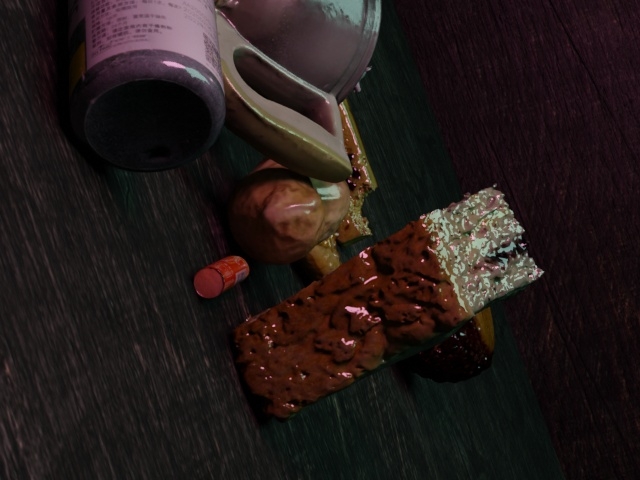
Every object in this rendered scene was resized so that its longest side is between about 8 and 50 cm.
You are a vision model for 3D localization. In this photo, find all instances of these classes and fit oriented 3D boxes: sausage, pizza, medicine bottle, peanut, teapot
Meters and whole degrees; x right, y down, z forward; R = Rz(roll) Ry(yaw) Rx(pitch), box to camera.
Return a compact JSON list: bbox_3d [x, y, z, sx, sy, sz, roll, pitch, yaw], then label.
[{"bbox_3d":[-0.101,0.036,1.503,0.129,0.034,0.034,-31,101,-77],"label":"sausage"},{"bbox_3d":[0.000,0.000,1.926,0.182,0.062,0.161,56,14,-43],"label":"pizza"},{"bbox_3d":[-0.169,-0.212,1.349,0.141,0.141,0.293,56,19,-47],"label":"medicine bottle"},{"bbox_3d":[-0.039,-0.040,1.654,0.122,0.137,0.253,67,15,-7],"label":"peanut"},{"bbox_3d":[-0.089,-0.229,1.632,0.239,0.239,0.321,17,73,-44],"label":"teapot"}]

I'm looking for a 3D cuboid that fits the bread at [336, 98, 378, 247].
[{"bbox_3d":[0.032,-0.109,2.164,0.049,0.088,0.226,7,62,-78],"label":"bread"}]

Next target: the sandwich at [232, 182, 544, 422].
[{"bbox_3d":[0.083,0.064,1.566,0.131,0.325,0.262,60,13,4],"label":"sandwich"}]

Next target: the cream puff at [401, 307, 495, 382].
[{"bbox_3d":[0.187,0.116,2.288,0.239,0.165,0.239,-15,90,-77],"label":"cream puff"}]

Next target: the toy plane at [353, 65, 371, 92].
[{"bbox_3d":[0.038,-0.316,2.471,0.273,0.107,0.182,-60,134,-79],"label":"toy plane"}]
